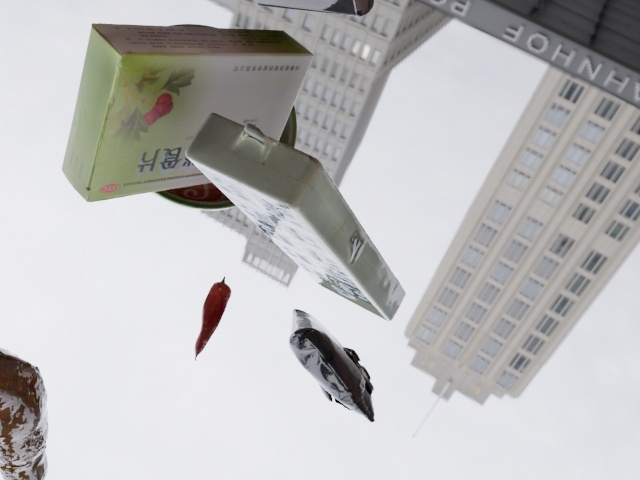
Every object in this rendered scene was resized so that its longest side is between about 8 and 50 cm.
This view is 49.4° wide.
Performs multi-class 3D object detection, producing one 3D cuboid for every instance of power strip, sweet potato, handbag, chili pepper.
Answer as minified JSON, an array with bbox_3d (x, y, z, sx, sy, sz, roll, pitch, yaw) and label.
[{"bbox_3d":[0.000,0.000,0.639,0.106,0.043,0.367,27,170,25],"label":"power strip"},{"bbox_3d":[-0.383,0.213,0.859,0.095,0.355,0.106,33,-124,22],"label":"sweet potato"},{"bbox_3d":[0.020,0.223,1.275,0.211,0.088,0.254,49,179,-4],"label":"handbag"},{"bbox_3d":[-0.219,0.155,1.383,0.045,0.178,0.027,26,172,-26],"label":"chili pepper"}]

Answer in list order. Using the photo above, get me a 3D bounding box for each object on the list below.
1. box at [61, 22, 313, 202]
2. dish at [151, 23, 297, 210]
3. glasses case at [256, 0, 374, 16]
[{"bbox_3d":[-0.142,-0.145,0.776,0.260,0.175,0.062,-16,-128,-46],"label":"box"},{"bbox_3d":[-0.212,-0.195,1.195,0.324,0.124,0.324,6,-105,-22],"label":"dish"},{"bbox_3d":[-0.015,-0.310,0.827,0.042,0.072,0.190,-27,-146,-34],"label":"glasses case"}]
